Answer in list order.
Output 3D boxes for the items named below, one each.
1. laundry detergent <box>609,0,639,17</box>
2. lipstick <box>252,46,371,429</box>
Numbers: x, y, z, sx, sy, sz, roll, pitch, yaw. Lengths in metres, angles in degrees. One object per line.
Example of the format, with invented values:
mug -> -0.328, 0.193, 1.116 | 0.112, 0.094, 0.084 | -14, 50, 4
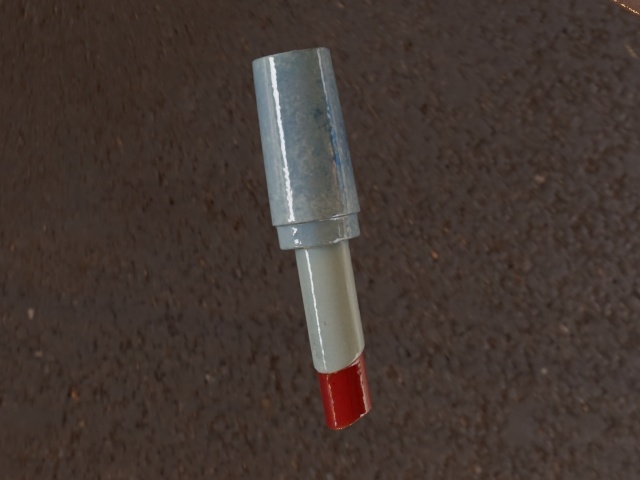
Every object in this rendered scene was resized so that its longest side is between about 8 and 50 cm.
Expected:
laundry detergent -> 0.237, -0.212, 0.891 | 0.171, 0.076, 0.237 | 0, 118, 8
lipstick -> 0.000, 0.000, 0.975 | 0.061, 0.068, 0.274 | -8, 93, 34
